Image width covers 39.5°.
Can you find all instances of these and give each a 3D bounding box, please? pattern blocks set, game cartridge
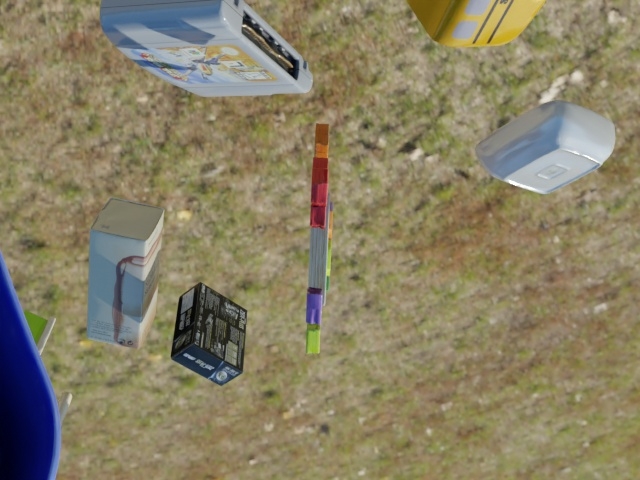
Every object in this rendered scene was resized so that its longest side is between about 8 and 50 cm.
[{"bbox_3d":[0.000,0.000,1.116,0.026,0.325,0.285,3,108,0],"label":"pattern blocks set"},{"bbox_3d":[-0.152,-0.257,1.195,0.198,0.062,0.297,-2,170,21],"label":"game cartridge"}]

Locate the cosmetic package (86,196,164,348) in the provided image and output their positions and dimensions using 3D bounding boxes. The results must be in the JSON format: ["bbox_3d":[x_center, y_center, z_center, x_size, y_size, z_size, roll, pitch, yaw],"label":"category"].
[{"bbox_3d":[-0.433,0.074,1.979,0.129,0.153,0.296,11,123,2],"label":"cosmetic package"}]

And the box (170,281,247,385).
[{"bbox_3d":[-0.245,0.208,1.984,0.077,0.180,0.147,-35,127,31],"label":"box"}]

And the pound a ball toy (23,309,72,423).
[{"bbox_3d":[-0.480,0.246,1.325,0.208,0.319,0.135,29,123,-17],"label":"pound a ball toy"}]

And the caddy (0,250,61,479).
[{"bbox_3d":[-0.336,0.101,0.641,0.241,0.341,0.179,-17,169,-40],"label":"caddy"}]

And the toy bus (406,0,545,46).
[{"bbox_3d":[0.209,-0.354,0.885,0.130,0.108,0.332,-7,145,-26],"label":"toy bus"}]

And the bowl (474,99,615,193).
[{"bbox_3d":[0.277,-0.105,1.087,0.142,0.053,0.142,13,150,-39],"label":"bowl"}]
